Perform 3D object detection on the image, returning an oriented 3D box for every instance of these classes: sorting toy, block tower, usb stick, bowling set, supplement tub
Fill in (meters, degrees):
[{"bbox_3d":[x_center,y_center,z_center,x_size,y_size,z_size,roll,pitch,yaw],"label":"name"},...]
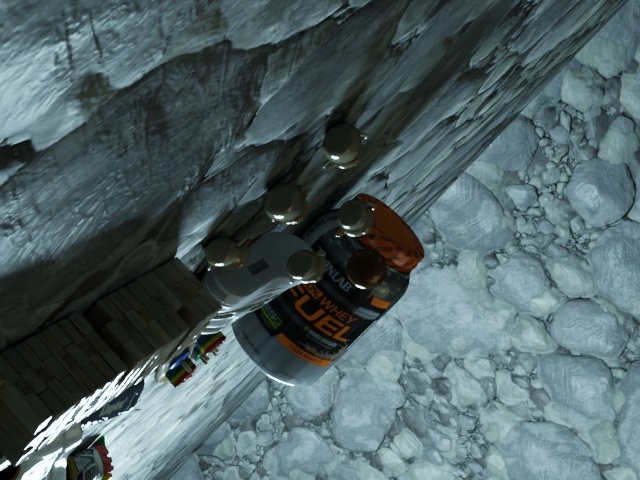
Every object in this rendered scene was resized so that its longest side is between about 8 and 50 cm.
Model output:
[{"bbox_3d":[-0.231,0.210,1.908,0.132,0.046,0.274,-40,172,-24],"label":"sorting toy"},{"bbox_3d":[-0.253,0.130,1.202,0.091,0.097,0.335,-50,169,34],"label":"block tower"},{"bbox_3d":[-0.318,0.230,1.527,0.278,0.045,0.077,7,102,-81],"label":"usb stick"},{"bbox_3d":[0.000,0.000,1.443,0.287,0.200,0.154,-40,174,2],"label":"bowling set"},{"bbox_3d":[0.015,0.088,1.905,0.338,0.207,0.207,-47,171,20],"label":"supplement tub"}]

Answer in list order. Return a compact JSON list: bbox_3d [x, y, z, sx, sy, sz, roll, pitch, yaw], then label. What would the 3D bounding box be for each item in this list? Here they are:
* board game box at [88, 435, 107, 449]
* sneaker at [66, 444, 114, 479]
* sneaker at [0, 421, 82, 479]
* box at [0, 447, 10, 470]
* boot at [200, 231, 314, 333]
[{"bbox_3d":[-0.470,0.488,1.976,0.259,0.039,0.124,-48,-148,17],"label":"board game box"},{"bbox_3d":[-0.459,0.430,1.868,0.093,0.088,0.225,1,141,-47],"label":"sneaker"},{"bbox_3d":[-0.387,0.271,1.335,0.123,0.106,0.290,-19,157,-30],"label":"sneaker"},{"bbox_3d":[-0.354,0.204,1.127,0.136,0.081,0.028,-34,167,-52],"label":"box"},{"bbox_3d":[-0.116,0.067,1.622,0.123,0.095,0.258,-41,166,33],"label":"boot"}]
